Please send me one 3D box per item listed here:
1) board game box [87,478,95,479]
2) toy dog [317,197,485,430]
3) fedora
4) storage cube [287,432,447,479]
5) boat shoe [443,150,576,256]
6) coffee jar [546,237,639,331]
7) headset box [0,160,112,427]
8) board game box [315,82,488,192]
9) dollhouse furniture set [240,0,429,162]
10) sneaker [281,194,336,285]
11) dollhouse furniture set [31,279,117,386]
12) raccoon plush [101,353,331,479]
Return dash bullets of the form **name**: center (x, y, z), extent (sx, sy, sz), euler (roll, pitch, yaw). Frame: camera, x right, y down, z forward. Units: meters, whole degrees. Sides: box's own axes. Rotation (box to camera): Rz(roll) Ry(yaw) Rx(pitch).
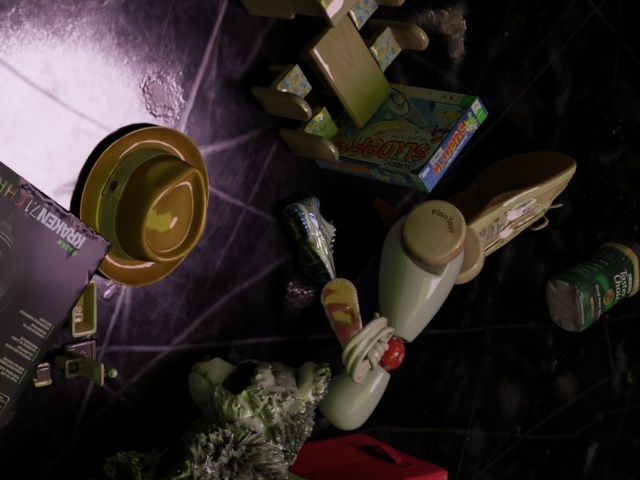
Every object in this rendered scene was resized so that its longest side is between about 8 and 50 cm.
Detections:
- **board game box**: center (-0.241, 0.478, 1.596), extent (0.056, 0.208, 0.346), euler (-9, 108, -16)
- **toy dog**: center (0.076, 0.069, 1.819), extent (0.333, 0.161, 0.220), euler (-47, 154, -26)
- **fedora**: center (-0.186, -0.036, 1.596), extent (0.194, 0.079, 0.194), euler (-13, 110, -41)
- **storage cube**: center (0.033, 0.386, 1.846), extent (0.193, 0.184, 0.215), euler (-2, 103, -42)
- **boat shoe**: center (0.259, -0.042, 2.007), extent (0.285, 0.104, 0.089), euler (-29, 125, -23)
- **coffee jar**: center (0.451, 0.069, 2.224), extent (0.184, 0.079, 0.096), euler (-29, 120, -35)
- **headset box**: center (-0.396, 0.050, 1.386), extent (0.246, 0.131, 0.283), euler (42, 73, -41)
- **board game box**: center (0.097, -0.136, 1.749), extent (0.136, 0.201, 0.035), euler (-53, 131, -20)
- **dollhouse furniture set**: center (0.030, -0.244, 1.684), extent (0.212, 0.161, 0.242), euler (-52, 131, -20)
- **sneaker**: center (0.000, 0.000, 1.802), extent (0.058, 0.052, 0.135), euler (-42, 127, -32)
- **dollhouse furniture set**: center (-0.272, 0.109, 1.552), extent (0.091, 0.081, 0.114), euler (-10, 108, -42)
- **raccoon plush**: center (-0.074, 0.357, 1.681), extent (0.299, 0.216, 0.446), euler (-23, 97, -38)
